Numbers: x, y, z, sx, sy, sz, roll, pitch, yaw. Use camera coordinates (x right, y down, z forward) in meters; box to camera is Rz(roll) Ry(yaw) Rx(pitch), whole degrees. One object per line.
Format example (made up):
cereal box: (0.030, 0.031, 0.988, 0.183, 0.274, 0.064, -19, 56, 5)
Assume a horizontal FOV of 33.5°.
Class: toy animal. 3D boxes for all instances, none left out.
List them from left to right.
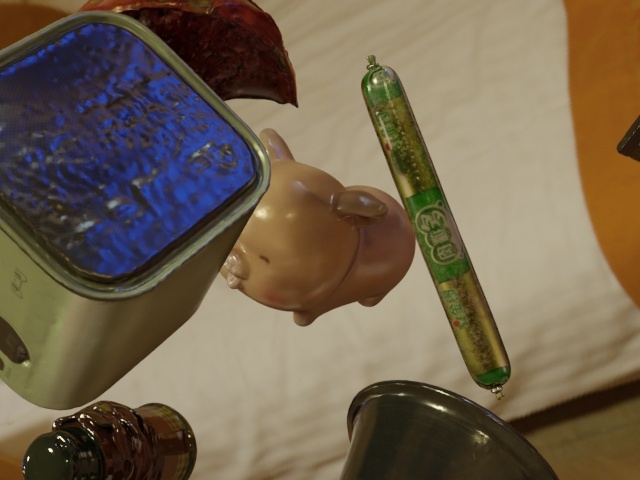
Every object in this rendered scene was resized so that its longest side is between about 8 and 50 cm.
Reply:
toy animal: (0.000, 0.000, 1.474, 0.237, 0.326, 0.269, 37, 132, 35)

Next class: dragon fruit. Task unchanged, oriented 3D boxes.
dragon fruit: (-0.157, -0.243, 1.111, 0.211, 0.262, 0.134, -103, 15, -47)

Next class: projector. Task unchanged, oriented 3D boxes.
projector: (-0.223, -0.025, 0.994, 0.248, 0.248, 0.249, -42, -8, -37)

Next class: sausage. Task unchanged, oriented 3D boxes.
sausage: (0.083, -0.010, 0.776, 0.033, 0.033, 0.269, -23, 87, 36)

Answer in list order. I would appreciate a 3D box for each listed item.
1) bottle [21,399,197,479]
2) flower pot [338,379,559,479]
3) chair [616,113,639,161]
bottle: (-0.286, 0.284, 1.394, 0.143, 0.271, 0.156, 40, 101, 22)
flower pot: (0.092, 0.259, 0.975, 0.235, 0.235, 0.148, -7, 32, 44)
chair: (0.614, -0.199, 1.426, 0.240, 0.203, 0.416, -99, 32, -53)
